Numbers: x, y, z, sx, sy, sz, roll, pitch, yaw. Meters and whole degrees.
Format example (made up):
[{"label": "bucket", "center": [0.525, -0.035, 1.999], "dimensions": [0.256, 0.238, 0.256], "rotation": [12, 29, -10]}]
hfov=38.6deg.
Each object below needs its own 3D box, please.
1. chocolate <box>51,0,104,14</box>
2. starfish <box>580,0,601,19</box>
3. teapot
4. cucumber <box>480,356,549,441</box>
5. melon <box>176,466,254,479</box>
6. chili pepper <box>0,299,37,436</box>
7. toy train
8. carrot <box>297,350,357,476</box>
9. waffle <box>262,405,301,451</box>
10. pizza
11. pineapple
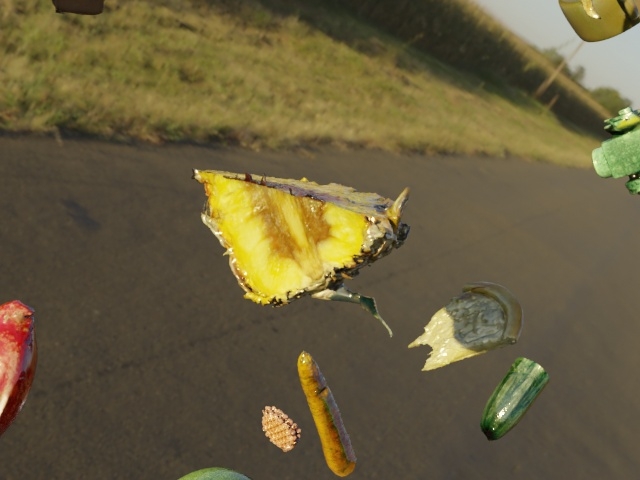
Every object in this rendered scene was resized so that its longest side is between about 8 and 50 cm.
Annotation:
[{"label": "chocolate", "center": [-0.292, -0.298, 1.108], "dimensions": [0.064, 0.031, 0.100], "rotation": [4, -1, -12]}, {"label": "starfish", "center": [0.343, -0.424, 1.206], "dimensions": [0.062, 0.277, 0.236], "rotation": [-5, 2, 10]}, {"label": "teapot", "center": [0.552, -0.505, 1.786], "dimensions": [0.175, 0.185, 0.268], "rotation": [49, 15, -23]}, {"label": "cucumber", "center": [0.225, 0.191, 1.088], "dimensions": [0.048, 0.105, 0.048], "rotation": [38, -10, 8]}, {"label": "melon", "center": [-0.181, 0.424, 1.212], "dimensions": [0.182, 0.182, 0.287], "rotation": [40, 48, 15]}, {"label": "chili pepper", "center": [-0.460, 0.198, 1.224], "dimensions": [0.144, 0.253, 0.136], "rotation": [40, -3, 42]}, {"label": "toy train", "center": [0.682, -0.204, 1.597], "dimensions": [0.253, 0.397, 0.160], "rotation": [-23, 91, -49]}, {"label": "carrot", "center": [0.007, 0.357, 1.901], "dimensions": [0.066, 0.066, 0.314], "rotation": [-109, 179, -66]}, {"label": "waffle", "center": [-0.070, 0.322, 1.568], "dimensions": [0.083, 0.075, 0.029], "rotation": [27, 42, 30]}, {"label": "pizza", "center": [0.293, 0.175, 1.897], "dimensions": [0.034, 0.262, 0.181], "rotation": [45, 27, -39]}, {"label": "pineapple", "center": [-0.001, 0.005, 1.090], "dimensions": [0.334, 0.158, 0.161], "rotation": [8, 4, 41]}]
